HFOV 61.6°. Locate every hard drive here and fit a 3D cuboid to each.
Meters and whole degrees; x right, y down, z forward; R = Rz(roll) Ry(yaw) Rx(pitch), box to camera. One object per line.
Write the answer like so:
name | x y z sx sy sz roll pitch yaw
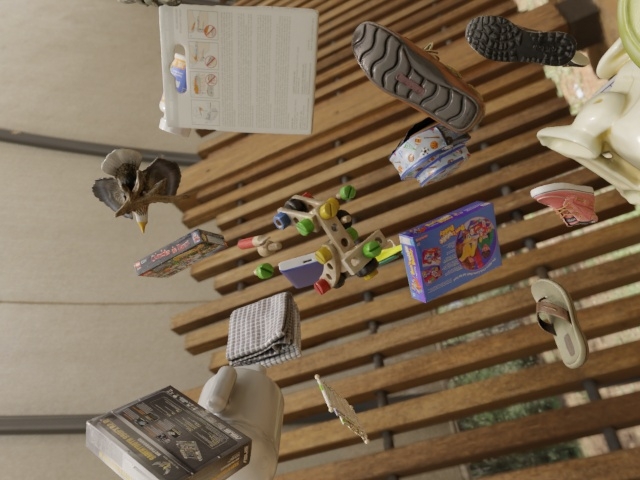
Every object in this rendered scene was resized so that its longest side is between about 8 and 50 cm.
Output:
hard drive | -0.025 0.111 2.047 0.318 0.210 0.040 64 -169 -73

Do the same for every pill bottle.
pill bottle | -0.495 -0.522 1.950 0.272 0.152 0.152 -69 -15 10

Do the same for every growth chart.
growth chart | 0.074 0.542 1.710 0.237 0.021 0.172 49 -173 -33

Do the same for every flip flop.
flip flop | 0.640 0.219 1.470 0.112 0.080 0.277 109 162 -49

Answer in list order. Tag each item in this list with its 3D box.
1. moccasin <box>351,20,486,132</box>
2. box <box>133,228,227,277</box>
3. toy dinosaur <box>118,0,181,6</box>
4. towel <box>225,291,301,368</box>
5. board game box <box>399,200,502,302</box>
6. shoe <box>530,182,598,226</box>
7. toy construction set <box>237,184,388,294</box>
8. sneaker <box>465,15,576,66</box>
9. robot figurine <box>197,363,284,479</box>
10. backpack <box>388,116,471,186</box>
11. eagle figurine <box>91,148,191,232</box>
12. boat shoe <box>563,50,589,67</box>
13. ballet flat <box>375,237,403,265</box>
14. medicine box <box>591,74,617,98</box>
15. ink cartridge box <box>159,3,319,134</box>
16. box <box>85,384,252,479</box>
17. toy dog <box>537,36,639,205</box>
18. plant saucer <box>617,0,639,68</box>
moccasin | 0.242 -0.410 1.316 0.380 0.139 0.147 33 -149 12
box | -0.418 0.044 1.618 0.044 0.233 0.159 66 -167 13
toy dinosaur | -0.404 -0.553 1.162 0.118 0.268 0.064 43 -110 -51
towel | -0.194 0.306 1.818 0.283 0.235 0.121 -95 -17 -62
board game box | 0.444 0.033 1.803 0.078 0.347 0.233 19 127 61
shoe | 0.533 -0.075 1.163 0.178 0.063 0.081 0 -104 -29
toy construction set | 0.000 0.000 1.209 0.309 0.237 0.257 -8 -91 -29
sneaker | 0.528 -0.526 1.442 0.124 0.283 0.107 -51 -22 -66
robot figurine | -0.186 0.425 1.181 0.353 0.200 0.300 -87 -16 -65
backpack | 0.397 -0.316 1.972 0.276 0.263 0.213 118 131 -66
eagle figurine | -0.499 -0.133 1.469 0.226 0.225 0.298 26 -173 -23
boat shoe | 0.758 -0.558 1.650 0.042 0.133 0.049 108 175 -65
ballet flat | 0.277 0.027 1.909 0.077 0.231 0.077 30 -137 -66
medicine box | 0.880 -0.373 1.389 0.263 0.289 0.149 25 -151 -56
ink cartridge box | -0.203 -0.438 1.380 0.091 0.385 0.308 -98 11 -63
box | -0.265 0.356 0.944 0.183 0.231 0.056 -14 -63 -53
toy dog | 0.629 -0.291 0.911 0.285 0.408 0.395 32 -174 4
plant saucer | 0.495 -0.328 0.703 0.037 0.241 0.241 -9 -106 -28
